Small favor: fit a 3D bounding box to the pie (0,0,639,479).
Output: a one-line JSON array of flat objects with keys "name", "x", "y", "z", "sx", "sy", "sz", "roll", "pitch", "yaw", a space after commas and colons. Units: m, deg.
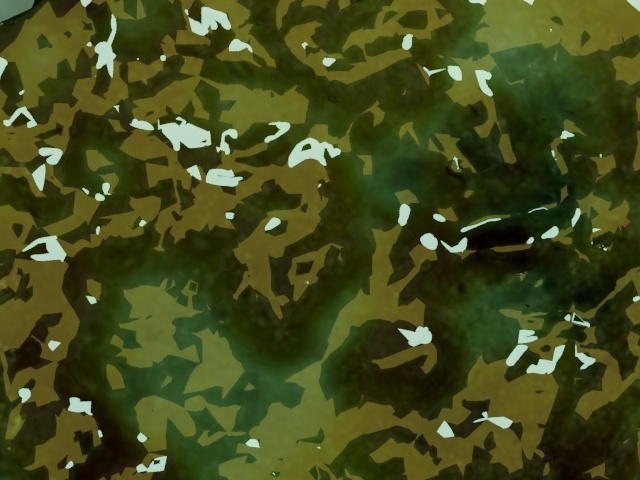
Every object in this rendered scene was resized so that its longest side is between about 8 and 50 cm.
[{"name": "pie", "x": 0.006, "y": 0.006, "z": 0.399, "sx": 0.303, "sy": 0.067, "sz": 0.302, "roll": 1, "pitch": 85, "yaw": -7}]
